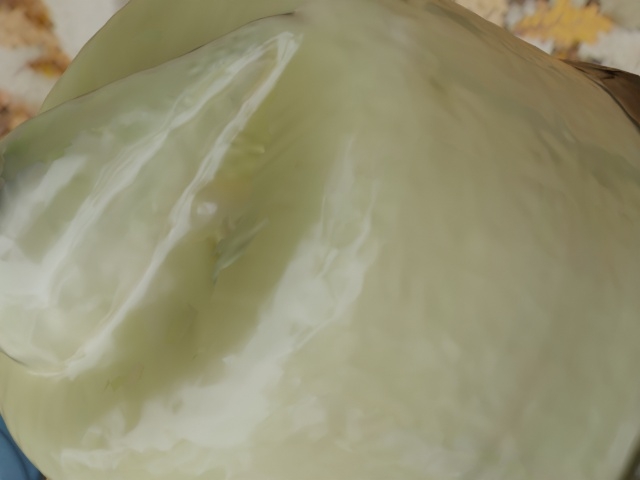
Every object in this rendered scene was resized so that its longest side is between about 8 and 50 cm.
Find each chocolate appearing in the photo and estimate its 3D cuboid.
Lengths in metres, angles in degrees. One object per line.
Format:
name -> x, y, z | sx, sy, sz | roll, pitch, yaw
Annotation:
chocolate -> 0.000, 0.000, 0.929 | 0.314, 0.326, 0.297 | 13, 158, 47

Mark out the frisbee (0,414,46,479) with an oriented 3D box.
frisbee -> -0.341, 0.173, 1.546 | 0.289, 0.289, 0.049 | -1, 151, 28
